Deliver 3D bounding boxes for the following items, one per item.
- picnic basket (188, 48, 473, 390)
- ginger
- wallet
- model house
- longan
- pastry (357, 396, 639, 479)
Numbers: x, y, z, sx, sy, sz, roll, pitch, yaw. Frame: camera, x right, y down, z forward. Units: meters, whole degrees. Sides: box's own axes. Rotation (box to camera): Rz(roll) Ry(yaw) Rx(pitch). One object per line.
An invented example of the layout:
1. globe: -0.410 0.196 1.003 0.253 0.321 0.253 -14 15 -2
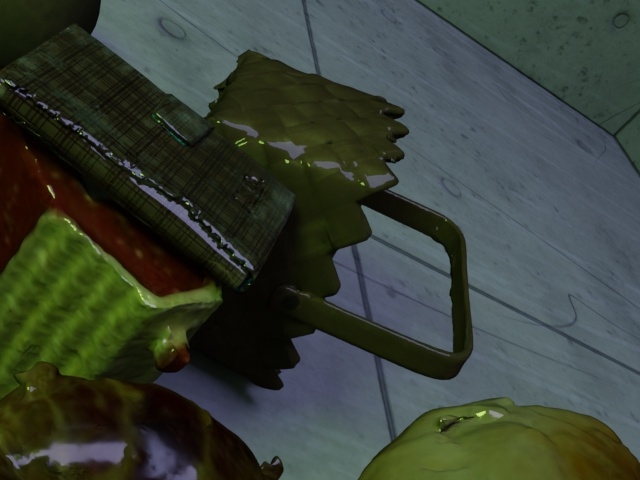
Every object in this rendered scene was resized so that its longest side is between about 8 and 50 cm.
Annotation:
1. picnic basket: 0.000 0.000 0.857 0.321 0.291 0.254 23 31 -9
2. ginger: -0.145 0.211 0.530 0.357 0.152 0.274 -8 56 -53
3. wallet: -0.126 -0.065 0.645 0.230 0.042 0.124 37 35 -7
4. model house: -0.195 0.026 0.684 0.160 0.196 0.254 3 48 -49
5. longan: -0.338 -0.278 0.972 0.189 0.189 0.189 30 30 -20
6. pastry: 0.123 0.310 0.566 0.409 0.245 0.409 38 44 -49
